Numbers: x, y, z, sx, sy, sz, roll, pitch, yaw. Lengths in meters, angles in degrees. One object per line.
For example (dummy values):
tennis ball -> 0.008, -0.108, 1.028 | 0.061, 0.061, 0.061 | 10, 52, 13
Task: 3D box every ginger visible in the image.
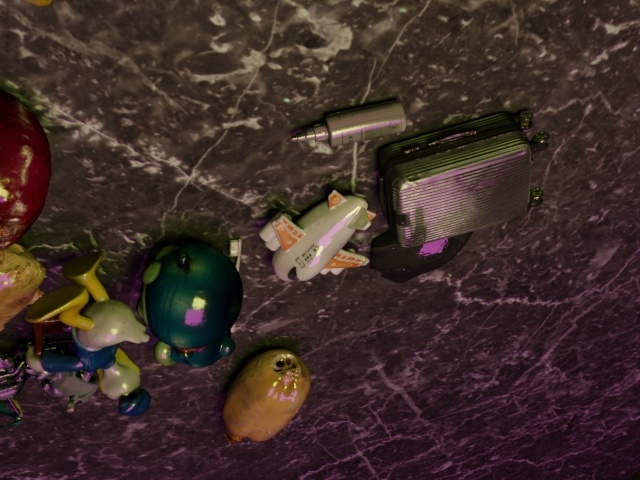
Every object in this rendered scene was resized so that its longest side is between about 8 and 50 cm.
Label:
ginger -> -0.647, 0.123, 1.215 | 0.375, 0.166, 0.236 | -50, 144, 15

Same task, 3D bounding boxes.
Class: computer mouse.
computer mouse -> 0.222, 0.010, 1.468 | 0.264, 0.088, 0.147 | -32, 134, 18

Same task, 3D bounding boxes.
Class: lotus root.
lotus root -> -0.143, 0.388, 1.686 | 0.169, 0.151, 0.343 | 22, 130, -17

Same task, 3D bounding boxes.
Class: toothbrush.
toothbrush -> -0.184, 0.100, 1.463 | 0.025, 0.020, 0.286 | -3, 135, -13

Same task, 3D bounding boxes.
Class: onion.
onion -> -0.493, -0.103, 1.012 | 0.216, 0.207, 0.206 | 14, 132, -38

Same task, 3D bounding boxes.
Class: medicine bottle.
medicine bottle -> 0.046, -0.196, 1.206 | 0.199, 0.058, 0.058 | -13, 137, -7

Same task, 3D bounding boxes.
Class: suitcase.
suitcase -> 0.265, -0.114, 1.316 | 0.312, 0.128, 0.202 | -15, 137, -3

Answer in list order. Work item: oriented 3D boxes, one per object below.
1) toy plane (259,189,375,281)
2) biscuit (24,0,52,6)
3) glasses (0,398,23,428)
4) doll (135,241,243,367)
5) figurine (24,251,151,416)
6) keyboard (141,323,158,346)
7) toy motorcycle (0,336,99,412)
toy plane -> 0.000, 0.000, 1.352 | 0.244, 0.117, 0.245 | -11, 138, -10
biscuit -> -0.448, -0.332, 0.905 | 0.183, 0.039, 0.174 | -41, 135, 23
glasses -> -0.728, 0.318, 1.436 | 0.239, 0.102, 0.207 | 11, 130, -28
doll -> -0.240, 0.127, 1.339 | 0.186, 0.198, 0.322 | 17, 147, 14
figurine -> -0.438, 0.216, 1.306 | 0.283, 0.204, 0.338 | -11, 120, 29
keyboard -> -0.378, 0.203, 1.505 | 0.176, 0.014, 0.055 | 19, 125, -34
toy motorcycle -> -0.564, 0.281, 1.433 | 0.270, 0.106, 0.159 | -9, 119, -28
